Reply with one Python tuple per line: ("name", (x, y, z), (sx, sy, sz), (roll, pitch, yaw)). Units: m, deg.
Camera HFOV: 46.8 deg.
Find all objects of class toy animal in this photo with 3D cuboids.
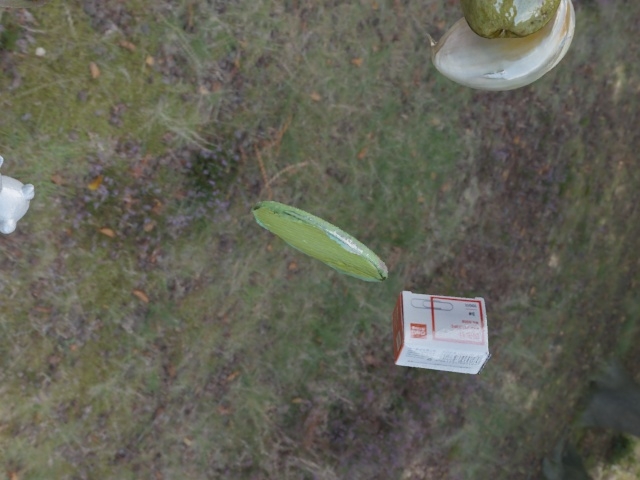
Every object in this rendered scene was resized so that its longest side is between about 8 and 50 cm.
("toy animal", (-0.513, -0.106, 1.124), (0.127, 0.131, 0.181), (-27, 156, -3))

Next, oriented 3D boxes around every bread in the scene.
("bread", (-0.005, -0.003, 1.429), (0.045, 0.302, 0.301), (-63, 148, -10))

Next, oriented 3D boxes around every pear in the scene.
("pear", (0.357, -0.480, 1.397), (0.228, 0.189, 0.211), (176, -71, -83))

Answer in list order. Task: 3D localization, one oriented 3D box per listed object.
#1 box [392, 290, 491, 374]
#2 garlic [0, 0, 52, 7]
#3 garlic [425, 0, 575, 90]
("box", (0.243, 0.185, 1.502), (0.099, 0.182, 0.133), (102, -6, -50))
("garlic", (-0.417, -0.461, 1.116), (0.339, 0.151, 0.196), (-34, 161, -31))
("garlic", (0.413, -0.438, 1.615), (0.249, 0.313, 0.286), (46, 21, -21))
